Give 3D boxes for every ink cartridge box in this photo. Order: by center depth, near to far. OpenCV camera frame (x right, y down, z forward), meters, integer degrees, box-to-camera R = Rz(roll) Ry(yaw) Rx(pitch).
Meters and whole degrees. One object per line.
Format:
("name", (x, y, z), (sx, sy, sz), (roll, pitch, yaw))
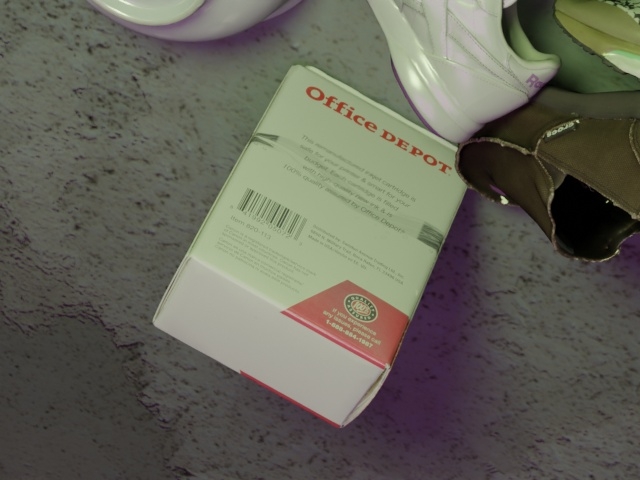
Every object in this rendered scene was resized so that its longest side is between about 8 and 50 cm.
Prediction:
("ink cartridge box", (0.000, 0.000, 1.726), (0.207, 0.283, 0.117), (29, 137, -3))

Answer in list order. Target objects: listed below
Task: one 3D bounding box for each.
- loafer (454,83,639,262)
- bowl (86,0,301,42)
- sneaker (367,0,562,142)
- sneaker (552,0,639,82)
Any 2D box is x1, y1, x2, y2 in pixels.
("loafer", (0.214, -0.055, 1.601), (0.134, 0.130, 0.366), (34, 167, -21))
("bowl", (-0.139, -0.284, 1.641), (0.297, 0.134, 0.298), (11, 132, 13))
("sneaker", (0.096, -0.242, 1.585), (0.152, 0.114, 0.305), (-26, 101, 24))
("sneaker", (0.396, -0.204, 1.518), (0.410, 0.158, 0.182), (8, 100, 20))
